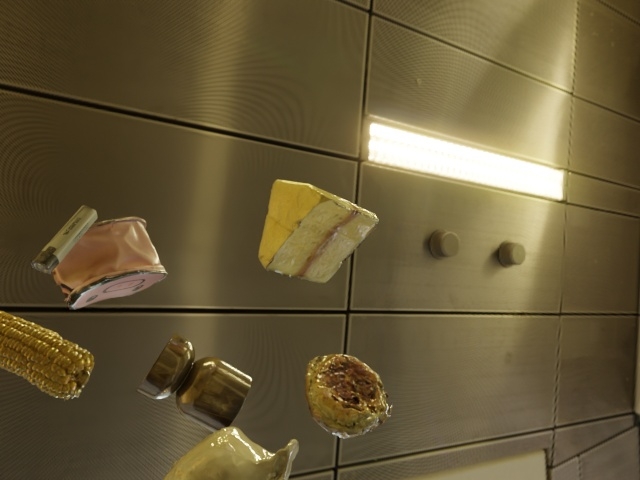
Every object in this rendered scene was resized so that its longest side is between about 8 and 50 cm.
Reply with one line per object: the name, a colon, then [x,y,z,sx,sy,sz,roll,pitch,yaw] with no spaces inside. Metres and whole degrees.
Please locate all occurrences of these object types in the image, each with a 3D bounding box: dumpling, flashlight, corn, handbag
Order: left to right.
corn: [-0.566,0.199,0.777,0.291,0.101,0.101,24,-102,1]
flashlight: [-0.267,-0.002,0.438,0.018,0.018,0.083,20,-132,-3]
handbag: [-0.413,0.046,0.813,0.205,0.179,0.117,-15,-103,-60]
dumpling: [-0.165,0.386,0.662,0.243,0.227,0.176,8,-107,0]

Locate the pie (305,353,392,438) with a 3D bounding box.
pie: [0.080,0.479,1.298,0.307,0.308,0.086,1,-57,-27]

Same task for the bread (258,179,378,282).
bread: [0.000,0.000,1.073,0.263,0.198,0.236,19,-92,-47]

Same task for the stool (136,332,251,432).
stool: [-0.350,0.405,1.179,0.264,0.179,0.179,34,-105,-10]
